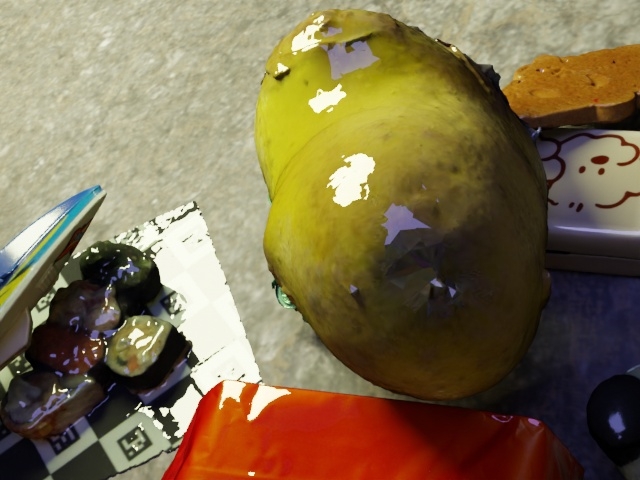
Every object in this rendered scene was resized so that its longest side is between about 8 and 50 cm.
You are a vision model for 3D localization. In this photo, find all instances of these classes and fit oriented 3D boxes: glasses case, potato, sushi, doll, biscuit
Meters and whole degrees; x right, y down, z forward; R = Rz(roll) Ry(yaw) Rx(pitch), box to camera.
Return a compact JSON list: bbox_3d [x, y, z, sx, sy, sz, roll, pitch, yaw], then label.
[{"bbox_3d":[0.201,-0.050,1.186,0.336,0.076,0.144,5,58,22],"label":"glasses case"},{"bbox_3d":[0.078,-0.052,0.983,0.290,0.296,0.397,-10,86,3],"label":"potato"},{"bbox_3d":[-0.261,0.109,1.234,0.339,0.069,0.320,-23,51,2],"label":"sushi"},{"bbox_3d":[0.324,0.196,0.933,0.143,0.135,0.234,-25,56,-2],"label":"doll"},{"bbox_3d":[0.287,-0.164,1.209,0.280,0.043,0.183,-27,32,-27],"label":"biscuit"}]

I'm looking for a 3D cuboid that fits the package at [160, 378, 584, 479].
[{"bbox_3d":[0.023,0.247,1.005,0.423,0.123,0.196,5,55,20],"label":"package"}]

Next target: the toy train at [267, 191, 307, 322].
[{"bbox_3d":[0.000,0.000,1.173,0.104,0.071,0.178,-4,93,40],"label":"toy train"}]

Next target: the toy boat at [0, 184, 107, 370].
[{"bbox_3d":[-0.329,0.056,1.202,0.088,0.129,0.295,37,75,-3],"label":"toy boat"}]
